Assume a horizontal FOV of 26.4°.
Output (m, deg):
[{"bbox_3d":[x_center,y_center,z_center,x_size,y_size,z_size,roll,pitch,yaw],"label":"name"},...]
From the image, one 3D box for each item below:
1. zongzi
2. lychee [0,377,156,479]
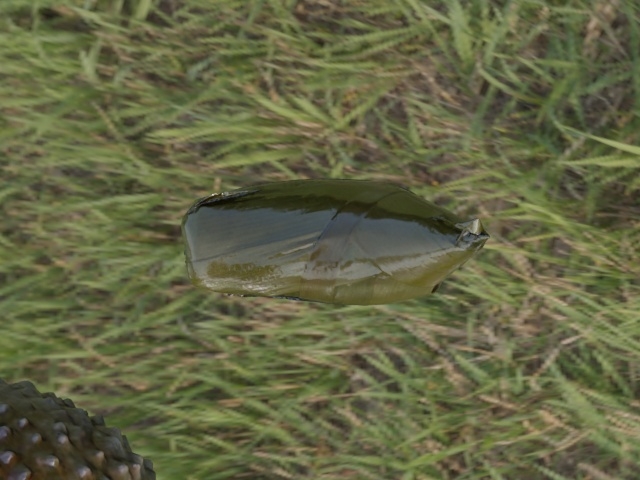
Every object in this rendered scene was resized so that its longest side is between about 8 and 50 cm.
[{"bbox_3d":[0.000,0.000,1.264,0.260,0.289,0.123,1,89,-5],"label":"zongzi"},{"bbox_3d":[-0.247,0.222,0.966,0.300,0.300,0.300,-2,86,29],"label":"lychee"}]
